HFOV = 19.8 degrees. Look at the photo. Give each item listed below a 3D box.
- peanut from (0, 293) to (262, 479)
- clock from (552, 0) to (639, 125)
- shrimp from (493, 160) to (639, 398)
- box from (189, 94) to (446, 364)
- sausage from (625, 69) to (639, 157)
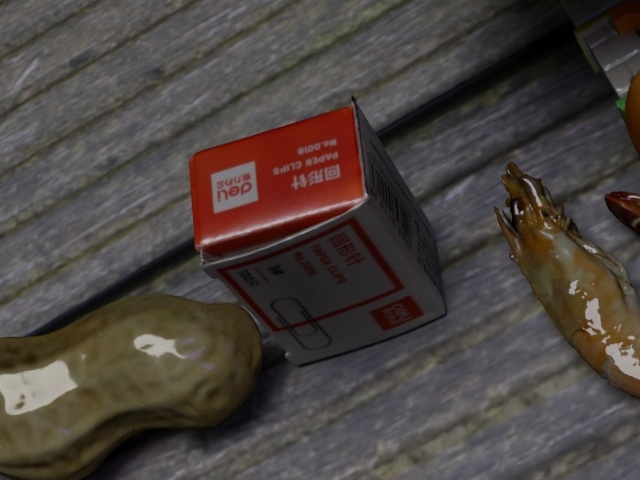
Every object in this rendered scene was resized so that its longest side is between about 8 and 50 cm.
[{"bbox_3d":[-0.170,0.113,1.366,0.275,0.111,0.125,-17,59,17],"label":"peanut"},{"bbox_3d":[0.278,-0.212,1.356,0.220,0.106,0.255,-29,57,9],"label":"clock"},{"bbox_3d":[0.212,0.016,1.273,0.133,0.053,0.236,-40,55,1],"label":"shrimp"},{"bbox_3d":[0.000,0.000,1.306,0.133,0.182,0.099,-17,56,13],"label":"box"},{"bbox_3d":[0.282,-0.020,1.207,0.098,0.098,0.238,-32,74,5],"label":"sausage"}]
